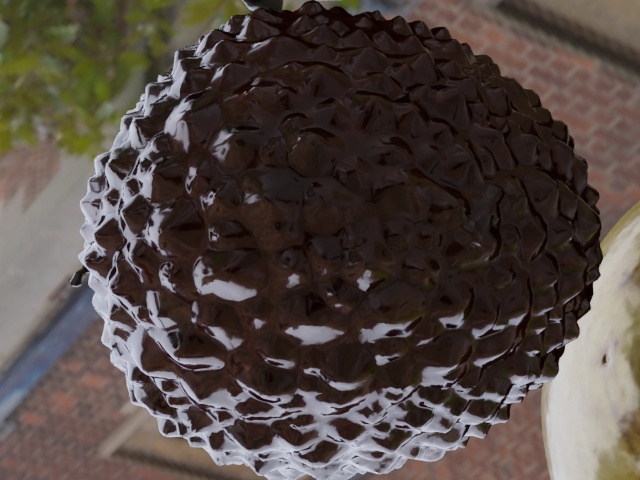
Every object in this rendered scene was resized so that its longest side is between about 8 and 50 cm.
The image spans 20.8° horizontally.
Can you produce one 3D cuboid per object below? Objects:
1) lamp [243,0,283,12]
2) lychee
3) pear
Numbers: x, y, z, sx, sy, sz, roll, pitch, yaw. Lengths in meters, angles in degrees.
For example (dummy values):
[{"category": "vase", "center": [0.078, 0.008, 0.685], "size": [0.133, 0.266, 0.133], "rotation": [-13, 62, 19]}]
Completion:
[{"category": "lamp", "center": [0.005, -0.293, 1.085], "size": [0.205, 0.374, 0.272], "rotation": [22, -162, -33]}, {"category": "lychee", "center": [0.000, 0.000, 0.928], "size": [0.264, 0.300, 0.264], "rotation": [2, -90, -67]}, {"category": "pear", "center": [0.286, 0.097, 1.129], "size": [0.314, 0.314, 0.314], "rotation": [23, -135, -25]}]
